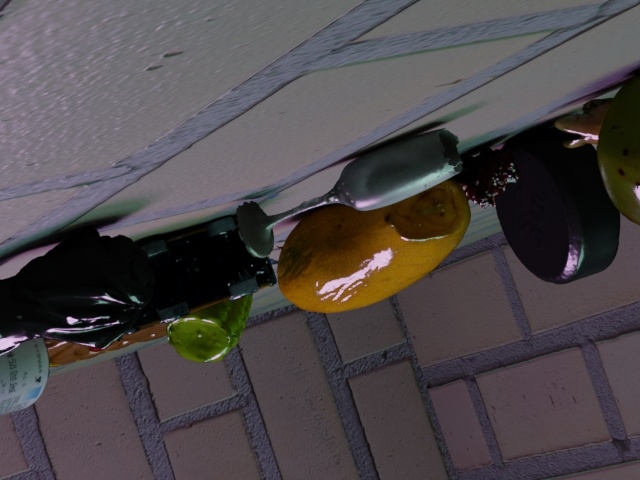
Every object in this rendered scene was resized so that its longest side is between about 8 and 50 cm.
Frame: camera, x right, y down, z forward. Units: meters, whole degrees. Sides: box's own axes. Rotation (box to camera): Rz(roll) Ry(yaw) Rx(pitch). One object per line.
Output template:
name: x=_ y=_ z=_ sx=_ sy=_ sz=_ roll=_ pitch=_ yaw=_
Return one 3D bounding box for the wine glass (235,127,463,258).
wine glass: x=0.036 y=-0.054 z=1.545 sx=0.262 sy=0.074 sz=0.074 roll=-21 pitch=175 yaw=25

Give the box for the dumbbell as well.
dumbbell: x=0.413 y=-0.079 z=1.909 sx=0.322 sy=0.204 sz=0.204 roll=-17 pitch=175 yaw=-20

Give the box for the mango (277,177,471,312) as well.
mango: x=0.072 y=0.003 z=1.883 sx=0.187 sy=0.144 sz=0.359 roll=-18 pitch=173 yaw=-45

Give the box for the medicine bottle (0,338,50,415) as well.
medicine bottle: x=-0.434 y=0.160 z=1.776 sx=0.135 sy=0.135 sz=0.168 roll=-22 pitch=175 yaw=34

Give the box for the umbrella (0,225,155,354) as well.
umbrella: x=-0.325 y=0.078 z=1.431 sx=0.340 sy=0.118 sz=0.118 roll=-20 pitch=175 yaw=12

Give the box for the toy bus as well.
toy bus: x=-0.168 y=0.042 z=1.684 sx=0.201 sy=0.098 sz=0.114 roll=-19 pitch=178 yaw=-29

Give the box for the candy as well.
candy: x=-0.130 y=0.065 z=1.835 sx=0.096 sy=0.097 sz=0.209 roll=-21 pitch=-152 yaw=26

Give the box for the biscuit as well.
biscuit: x=-0.314 y=0.135 z=2.335 sx=0.394 sy=0.070 sz=0.350 roll=-17 pitch=175 yaw=-18

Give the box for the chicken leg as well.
chicken leg: x=0.194 y=-0.072 z=1.883 sx=0.048 sy=0.089 sz=0.219 roll=26 pitch=158 yaw=-19

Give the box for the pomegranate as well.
pomegranate: x=0.381 y=-0.104 z=1.640 sx=0.246 sy=0.198 sz=0.198 roll=0 pitch=-177 yaw=23

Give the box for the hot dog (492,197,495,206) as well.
hot dog: x=0.309 y=-0.092 z=2.183 sx=0.147 sy=0.065 sz=0.099 roll=-14 pitch=164 yaw=-22

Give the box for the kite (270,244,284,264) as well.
kite: x=0.001 y=0.004 z=2.357 sx=0.204 sy=0.022 sz=0.360 roll=-22 pitch=175 yaw=27
